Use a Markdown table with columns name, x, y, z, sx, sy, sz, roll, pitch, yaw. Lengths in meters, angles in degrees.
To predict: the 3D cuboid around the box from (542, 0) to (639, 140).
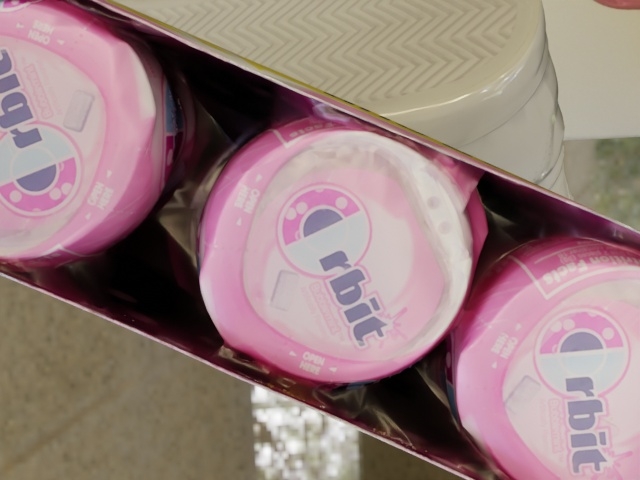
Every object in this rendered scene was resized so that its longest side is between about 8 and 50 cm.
| name | x | y | z | sx | sy | sz | roll | pitch | yaw |
| --- | --- | --- | --- | --- | --- | --- | --- | --- | --- |
| box | 0.203 | -0.141 | 0.705 | 0.232 | 0.126 | 0.148 | -1 | -140 | 33 |

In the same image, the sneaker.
| name | x | y | z | sx | sy | sz | roll | pitch | yaw |
| --- | --- | --- | --- | --- | --- | --- | --- | --- | --- |
| sneaker | -0.051 | -0.009 | 0.574 | 0.293 | 0.169 | 0.108 | -4 | -124 | 17 |

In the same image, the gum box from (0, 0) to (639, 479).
| name | x | y | z | sx | sy | sz | roll | pitch | yaw |
| --- | --- | --- | --- | --- | --- | --- | --- | --- | --- |
| gum box | 0.000 | 0.000 | 0.360 | 0.188 | 0.062 | 0.107 | 24 | -176 | 0 |
